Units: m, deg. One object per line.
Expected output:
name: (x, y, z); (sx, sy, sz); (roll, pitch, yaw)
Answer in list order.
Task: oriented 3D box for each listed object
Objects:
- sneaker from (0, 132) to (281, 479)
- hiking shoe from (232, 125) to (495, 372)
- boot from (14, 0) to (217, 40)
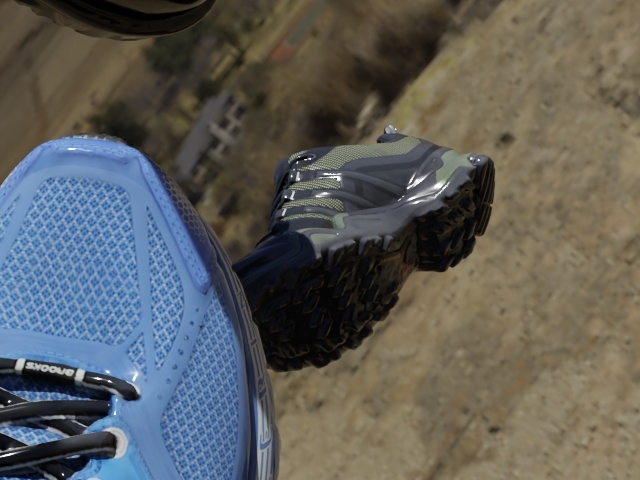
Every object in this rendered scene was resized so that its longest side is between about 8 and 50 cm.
sneaker: (-0.083, 0.107, 0.422); (0.147, 0.129, 0.330); (87, -175, -63)
hiking shoe: (0.000, 0.000, 0.859); (0.226, 0.086, 0.114); (-28, 41, -35)
boot: (-0.082, -0.210, 0.585); (0.260, 0.348, 0.131); (3, 63, 39)
